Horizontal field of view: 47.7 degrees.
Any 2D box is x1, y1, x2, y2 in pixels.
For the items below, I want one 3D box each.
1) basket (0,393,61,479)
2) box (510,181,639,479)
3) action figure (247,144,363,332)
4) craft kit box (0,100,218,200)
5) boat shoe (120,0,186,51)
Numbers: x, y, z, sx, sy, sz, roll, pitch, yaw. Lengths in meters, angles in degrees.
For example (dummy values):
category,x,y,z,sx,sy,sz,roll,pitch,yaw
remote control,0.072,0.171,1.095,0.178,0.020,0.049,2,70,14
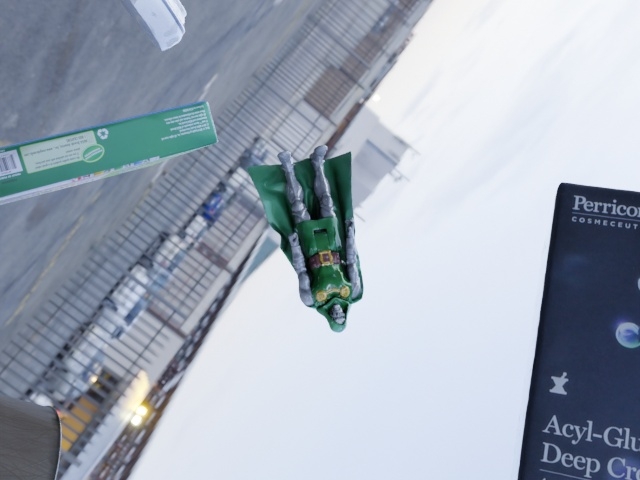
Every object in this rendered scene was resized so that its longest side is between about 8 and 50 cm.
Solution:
category,x,y,z,sx,sy,sz,roll,pitch,yaw
basket,-0.327,0.158,0.513,0.154,0.227,0.204,-63,-153,-4
box,0.376,0.169,0.791,0.212,0.294,0.395,63,38,-65
action figure,0.000,0.000,0.888,0.137,0.232,0.063,-12,165,-6
craft kit box,-0.282,-0.095,0.856,0.250,0.061,0.247,-20,-168,-28
boat shoe,-0.162,-0.281,0.590,0.084,0.258,0.095,-28,177,-5
